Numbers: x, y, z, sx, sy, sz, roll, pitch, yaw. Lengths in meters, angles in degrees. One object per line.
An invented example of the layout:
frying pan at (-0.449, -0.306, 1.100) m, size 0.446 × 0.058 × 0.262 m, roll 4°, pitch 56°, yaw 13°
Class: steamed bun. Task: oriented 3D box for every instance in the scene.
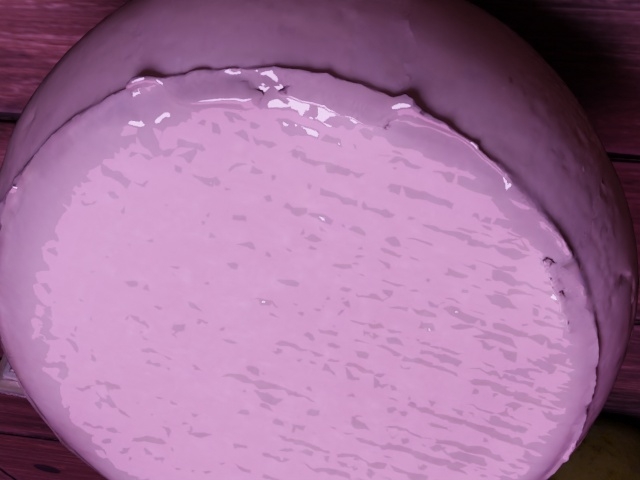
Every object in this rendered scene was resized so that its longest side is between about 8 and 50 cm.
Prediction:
steamed bun at (0.000, 0.000, 1.083) m, size 0.375 × 0.241 × 0.374 m, roll 6°, pitch 123°, yaw 9°

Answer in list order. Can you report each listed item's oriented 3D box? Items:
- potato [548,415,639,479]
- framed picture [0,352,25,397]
potato at (0.206, 0.256, 1.690) m, size 0.304 × 0.215 × 0.216 m, roll 7°, pitch 159°, yaw 39°
framed picture at (-0.054, 0.037, 1.279) m, size 0.296 × 0.232 × 0.019 m, roll 10°, pitch 141°, yaw 6°
